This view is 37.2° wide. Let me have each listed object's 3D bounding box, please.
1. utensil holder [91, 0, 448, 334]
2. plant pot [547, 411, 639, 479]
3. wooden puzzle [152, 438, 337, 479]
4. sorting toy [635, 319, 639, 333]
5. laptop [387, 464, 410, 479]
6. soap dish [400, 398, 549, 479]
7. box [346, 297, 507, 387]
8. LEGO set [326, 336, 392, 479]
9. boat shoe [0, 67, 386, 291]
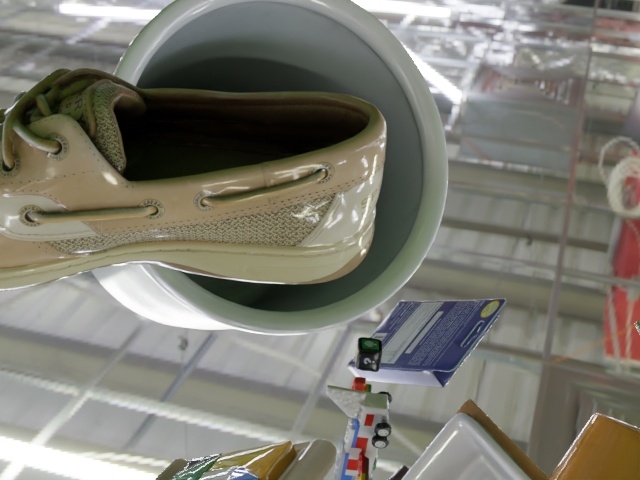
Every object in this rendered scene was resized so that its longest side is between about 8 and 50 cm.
[{"bbox_3d":[-0.094,-0.062,1.025,0.327,0.328,0.385,-8,177,-20],"label":"utensil holder"},{"bbox_3d":[0.321,0.296,1.022,0.205,0.188,0.205,23,179,0],"label":"plant pot"},{"bbox_3d":[-0.122,0.302,1.161,0.238,0.044,0.221,-11,-170,22],"label":"wooden puzzle"},{"bbox_3d":[0.189,0.065,0.436,0.062,0.012,0.083,-12,-119,-16],"label":"sorting toy"},{"bbox_3d":[0.145,0.662,1.608,0.408,0.236,0.382,47,-157,12],"label":"laptop"},{"bbox_3d":[0.240,0.398,1.293,0.118,0.229,0.291,20,-160,-51],"label":"soap dish"},{"bbox_3d":[0.146,0.135,1.276,0.136,0.036,0.225,-47,-161,-27],"label":"box"},{"bbox_3d":[0.019,0.197,0.747,0.060,0.244,0.182,8,174,-2],"label":"LEGO set"},{"bbox_3d":[-0.133,-0.049,0.548,0.341,0.110,0.122,0,-133,-8],"label":"boat shoe"}]
